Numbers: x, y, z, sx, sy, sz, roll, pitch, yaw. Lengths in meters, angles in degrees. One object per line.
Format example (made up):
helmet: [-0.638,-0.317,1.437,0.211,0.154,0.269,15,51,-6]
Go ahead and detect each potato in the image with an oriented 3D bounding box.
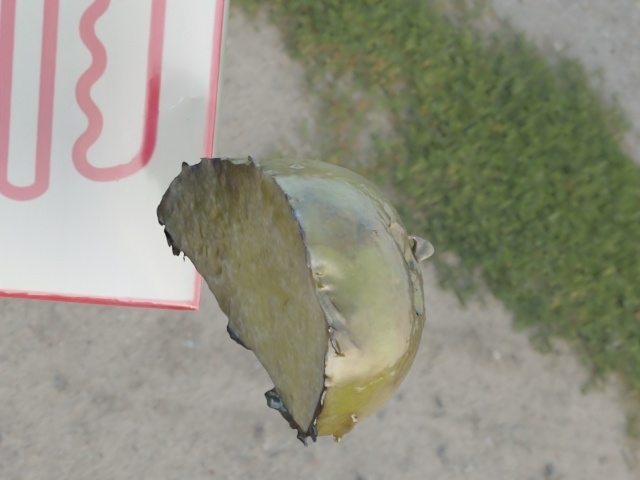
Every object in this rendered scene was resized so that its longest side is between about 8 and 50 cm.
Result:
potato: [0.000,0.000,0.672,0.089,0.100,0.172,-9,37,-26]

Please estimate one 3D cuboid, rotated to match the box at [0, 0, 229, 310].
box: [-0.210,-0.141,0.925,0.300,0.312,0.314,4,12,-5]
